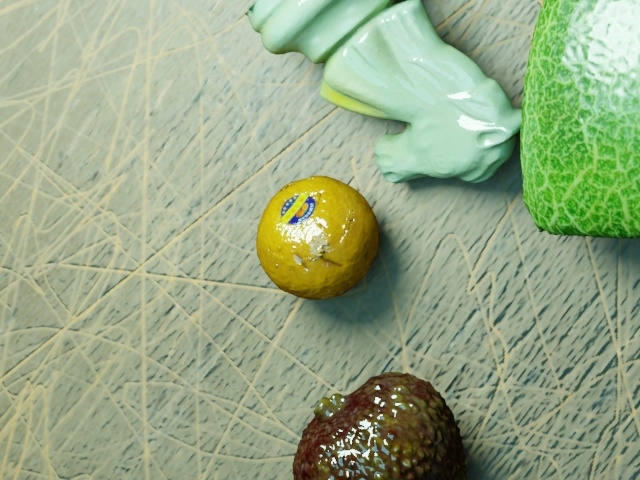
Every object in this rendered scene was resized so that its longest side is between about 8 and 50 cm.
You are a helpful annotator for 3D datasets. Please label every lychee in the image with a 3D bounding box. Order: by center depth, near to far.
[{"bbox_3d":[0.061,0.232,1.816,0.194,0.194,0.194,1,92,18],"label":"lychee"}]

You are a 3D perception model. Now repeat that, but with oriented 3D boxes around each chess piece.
[{"bbox_3d":[0.077,-0.175,1.822,0.176,0.176,0.298,-41,88,14],"label":"chess piece"}]

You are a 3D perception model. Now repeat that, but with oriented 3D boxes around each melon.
[{"bbox_3d":[0.355,-0.191,1.713,0.331,0.226,0.343,-4,104,34],"label":"melon"}]

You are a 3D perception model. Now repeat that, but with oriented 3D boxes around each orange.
[{"bbox_3d":[-0.002,0.001,1.862,0.135,0.117,0.135,-15,43,14],"label":"orange"}]
